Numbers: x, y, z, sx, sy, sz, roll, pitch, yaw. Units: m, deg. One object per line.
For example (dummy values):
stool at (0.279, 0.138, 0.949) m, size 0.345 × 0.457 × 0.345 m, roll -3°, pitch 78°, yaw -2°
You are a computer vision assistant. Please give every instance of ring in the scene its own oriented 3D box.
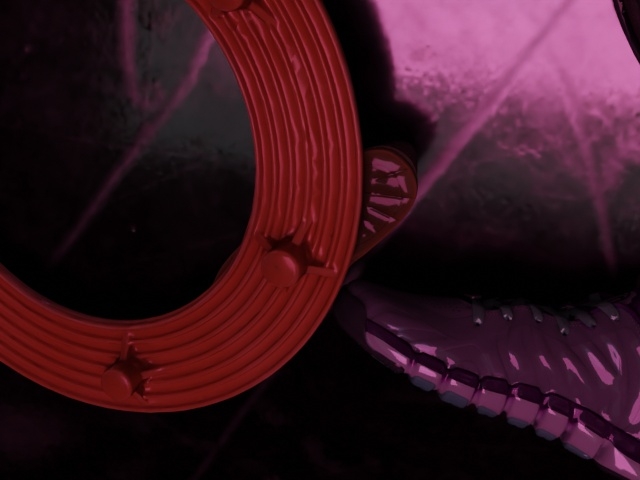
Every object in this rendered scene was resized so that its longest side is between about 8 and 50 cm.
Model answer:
ring at (-0.138, -0.051, 0.488) m, size 0.336 × 0.032 × 0.336 m, roll 8°, pitch 112°, yaw 19°

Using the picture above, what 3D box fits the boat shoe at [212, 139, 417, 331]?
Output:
boat shoe at (0.000, 0.000, 0.497) m, size 0.152 × 0.049 × 0.056 m, roll -37°, pitch 93°, yaw 30°

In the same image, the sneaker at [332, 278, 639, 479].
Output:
sneaker at (0.121, 0.052, 0.492) m, size 0.224 × 0.083 × 0.098 m, roll 25°, pitch 98°, yaw -5°

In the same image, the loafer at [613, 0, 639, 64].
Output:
loafer at (0.167, -0.148, 0.362) m, size 0.109 × 0.095 × 0.302 m, roll -15°, pitch 110°, yaw 20°
